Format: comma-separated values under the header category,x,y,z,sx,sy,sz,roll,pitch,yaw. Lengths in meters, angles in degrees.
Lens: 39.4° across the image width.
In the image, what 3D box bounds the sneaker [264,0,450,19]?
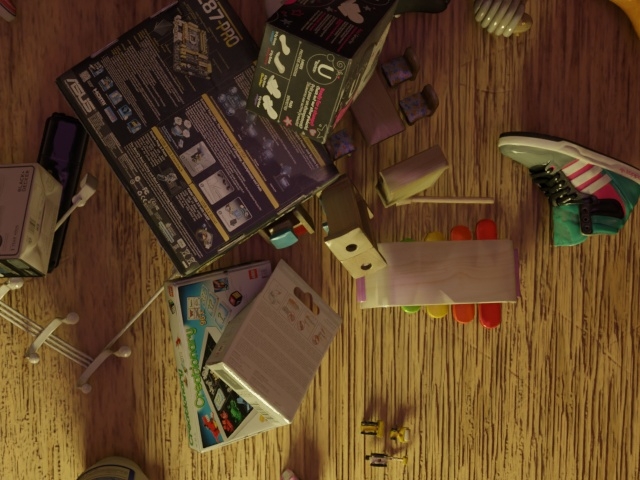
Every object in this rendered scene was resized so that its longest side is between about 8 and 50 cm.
category,x,y,z,sx,sy,sz,roll,pitch,yaw
sneaker,0.058,-0.413,1.561,0.330,0.122,0.146,8,114,-10

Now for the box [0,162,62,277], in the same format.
category,x,y,z,sx,sy,sz,roll,pitch,yaw
box,-0.579,-0.029,1.441,0.289,0.087,0.169,-2,68,12

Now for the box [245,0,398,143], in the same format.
category,x,y,z,sx,sy,sz,roll,pitch,yaw
box,0.008,-0.294,1.397,0.142,0.247,0.163,25,132,7

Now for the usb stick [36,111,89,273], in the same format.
category,x,y,z,sx,sy,sz,roll,pitch,yaw
usb stick,-0.465,-0.082,1.551,0.077,0.045,0.278,13,95,-18

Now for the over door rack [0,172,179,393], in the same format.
category,x,y,z,sx,sy,sz,roll,pitch,yaw
over door rack,-0.399,0.083,1.524,0.239,0.108,0.324,39,90,-25

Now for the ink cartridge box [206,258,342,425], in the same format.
category,x,y,z,sx,sy,sz,roll,pitch,yaw
ink cartridge box,-0.077,0.181,1.589,0.189,0.066,0.232,46,50,-26

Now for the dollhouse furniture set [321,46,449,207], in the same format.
category,x,y,z,sx,sy,sz,roll,pitch,yaw
dollhouse furniture set,0.109,-0.195,1.532,0.212,0.161,0.242,-26,84,-4

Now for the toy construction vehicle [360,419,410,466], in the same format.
category,x,y,z,sx,sy,sz,roll,pitch,yaw
toy construction vehicle,0.120,0.385,1.699,0.098,0.035,0.086,3,85,-11

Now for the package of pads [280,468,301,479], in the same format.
category,x,y,z,sx,sy,sz,roll,pitch,yaw
package of pads,-0.039,0.471,1.674,0.032,0.050,0.083,-41,100,-2

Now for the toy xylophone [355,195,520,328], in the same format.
category,x,y,z,sx,sy,sz,roll,pitch,yaw
toy xylophone,0.225,0.033,1.640,0.322,0.081,0.236,7,83,-7

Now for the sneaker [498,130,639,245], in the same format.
category,x,y,z,sx,sy,sz,roll,pitch,yaw
sneaker,0.446,-0.081,1.646,0.295,0.124,0.178,18,85,-11

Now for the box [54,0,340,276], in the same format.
category,x,y,z,sx,sy,sz,roll,pitch,yaw
box,-0.202,-0.186,1.496,0.318,0.097,0.395,-34,90,3

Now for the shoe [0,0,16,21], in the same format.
category,x,y,z,sx,sy,sz,roll,pitch,yaw
shoe,-0.546,-0.457,1.483,0.081,0.063,0.178,-36,96,3

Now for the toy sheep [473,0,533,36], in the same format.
category,x,y,z,sx,sy,sz,roll,pitch,yaw
toy sheep,0.321,-0.414,1.603,0.132,0.091,0.091,27,93,4

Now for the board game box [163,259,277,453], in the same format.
category,x,y,z,sx,sy,sz,roll,pitch,yaw
board game box,-0.160,0.201,1.588,0.193,0.053,0.305,-12,99,-31

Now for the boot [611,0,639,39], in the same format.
category,x,y,z,sx,sy,sz,roll,pitch,yaw
boot,0.494,-0.473,1.619,0.211,0.104,0.295,-12,93,-1

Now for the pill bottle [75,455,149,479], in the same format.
category,x,y,z,sx,sy,sz,roll,pitch,yaw
pill bottle,-0.360,0.468,1.516,0.152,0.272,0.152,-1,96,-8

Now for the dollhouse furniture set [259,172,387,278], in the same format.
category,x,y,z,sx,sy,sz,roll,pitch,yaw
dollhouse furniture set,0.000,0.000,1.566,0.183,0.129,0.129,-24,138,14
